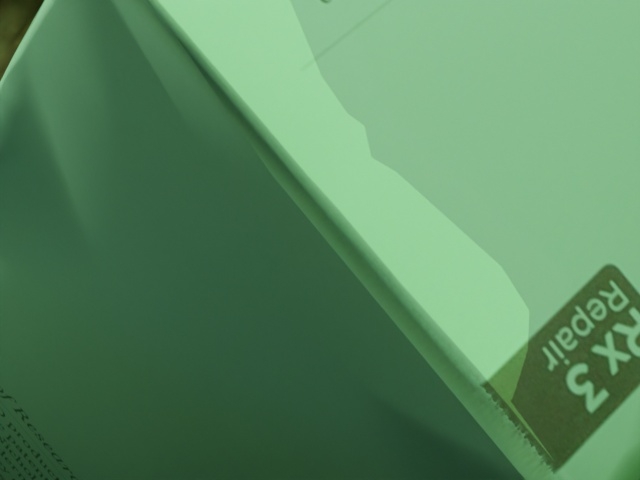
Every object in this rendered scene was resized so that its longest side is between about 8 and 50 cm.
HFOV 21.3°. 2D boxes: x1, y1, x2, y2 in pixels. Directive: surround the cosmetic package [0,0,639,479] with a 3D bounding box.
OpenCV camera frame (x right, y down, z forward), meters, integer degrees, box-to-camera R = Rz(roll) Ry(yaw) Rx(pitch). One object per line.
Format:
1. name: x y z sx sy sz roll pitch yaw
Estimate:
1. cosmetic package: 0.000 0.000 0.512 0.156 0.385 0.217 49 59 1
